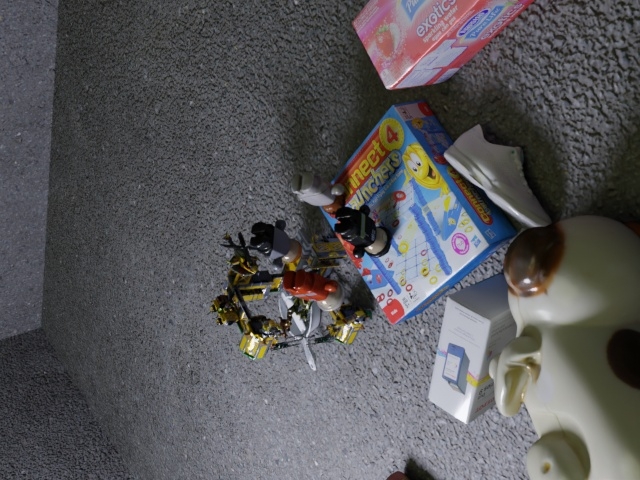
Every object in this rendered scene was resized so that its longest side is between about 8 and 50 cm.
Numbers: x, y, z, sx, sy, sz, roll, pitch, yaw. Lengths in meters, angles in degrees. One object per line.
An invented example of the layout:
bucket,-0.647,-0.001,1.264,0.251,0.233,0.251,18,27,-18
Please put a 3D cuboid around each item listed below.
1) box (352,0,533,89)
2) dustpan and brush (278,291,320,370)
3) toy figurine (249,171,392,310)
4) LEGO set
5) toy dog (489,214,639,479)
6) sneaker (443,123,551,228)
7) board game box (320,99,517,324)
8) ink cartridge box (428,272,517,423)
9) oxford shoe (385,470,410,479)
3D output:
box,0.207,-0.380,1.090,0.300,0.154,0.142,-40,73,50
dustpan and brush,-0.039,0.201,1.662,0.147,0.060,0.211,-39,73,49
toy figurine,0.000,0.000,1.303,0.213,0.148,0.209,-52,52,8
LEGO set,-0.044,0.090,1.458,0.192,0.331,0.255,-66,34,37
toy dog,0.373,0.166,0.967,0.395,0.284,0.408,93,169,-68
sneaker,0.306,-0.105,1.146,0.212,0.080,0.094,44,93,13
board game box,0.162,-0.046,1.316,0.302,0.086,0.308,58,139,17
ink cartridge box,0.279,0.183,1.209,0.093,0.154,0.213,30,124,38
oxford shoe,0.179,0.682,1.539,0.130,0.123,0.348,21,120,38
